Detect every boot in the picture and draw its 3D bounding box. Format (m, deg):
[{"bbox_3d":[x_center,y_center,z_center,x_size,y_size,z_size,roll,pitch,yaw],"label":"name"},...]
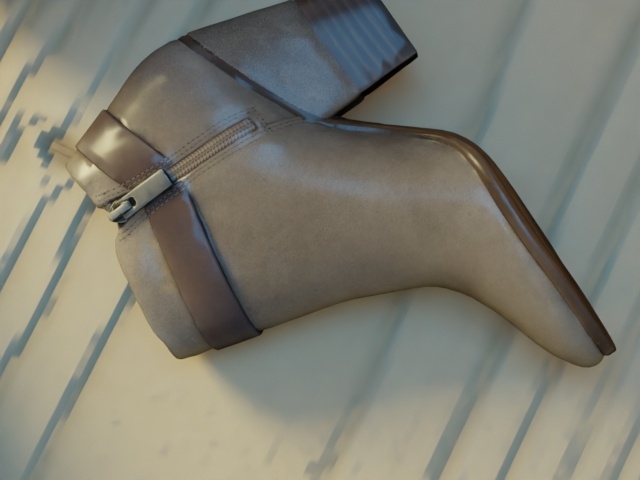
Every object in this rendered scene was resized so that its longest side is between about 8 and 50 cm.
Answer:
[{"bbox_3d":[0.000,0.000,0.398,0.087,0.042,0.118,-35,77,5],"label":"boot"}]
